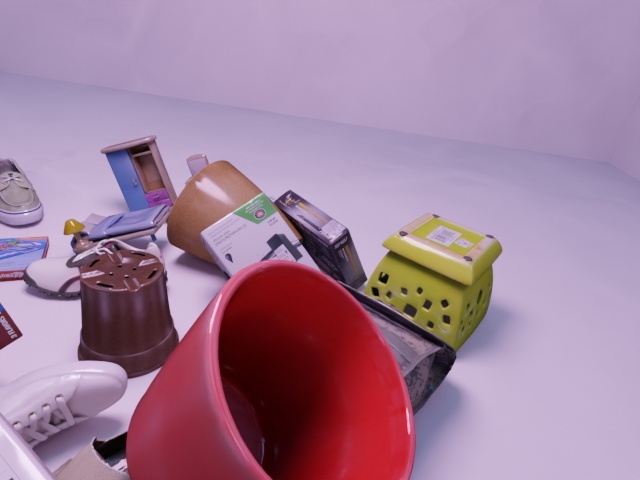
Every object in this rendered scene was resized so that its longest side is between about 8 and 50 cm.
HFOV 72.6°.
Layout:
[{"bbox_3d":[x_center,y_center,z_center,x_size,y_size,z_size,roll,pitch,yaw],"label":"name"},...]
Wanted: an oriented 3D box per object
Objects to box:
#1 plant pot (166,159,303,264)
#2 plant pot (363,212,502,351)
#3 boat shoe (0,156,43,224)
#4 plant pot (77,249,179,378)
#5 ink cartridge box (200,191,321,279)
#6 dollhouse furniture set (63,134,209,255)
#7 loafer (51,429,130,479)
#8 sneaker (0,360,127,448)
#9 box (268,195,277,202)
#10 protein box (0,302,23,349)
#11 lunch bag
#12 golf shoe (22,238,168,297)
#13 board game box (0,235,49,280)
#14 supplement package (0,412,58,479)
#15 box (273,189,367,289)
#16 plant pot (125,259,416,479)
[{"bbox_3d":[-0.176,-0.022,1.011,0.254,0.237,0.237,32,33,11],"label":"plant pot"},{"bbox_3d":[0.245,0.074,0.937,0.227,0.207,0.228,26,34,29],"label":"plant pot"},{"bbox_3d":[-0.816,-0.133,1.145,0.109,0.094,0.302,-17,37,-40],"label":"boat shoe"},{"bbox_3d":[-0.329,0.116,0.741,0.167,0.165,0.167,7,28,-4],"label":"plant pot"},{"bbox_3d":[-0.117,0.035,0.871,0.153,0.208,0.087,-37,1,-18],"label":"ink cartridge box"},{"bbox_3d":[-0.425,-0.121,1.029,0.287,0.198,0.303,-12,24,6],"label":"dollhouse furniture set"},{"bbox_3d":[-0.269,0.288,0.509,0.102,0.092,0.269,25,31,31],"label":"loafer"},{"bbox_3d":[-0.394,0.250,0.550,0.290,0.105,0.123,-15,37,-18],"label":"sneaker"},{"bbox_3d":[-0.171,-0.106,1.349,0.136,0.028,0.081,-17,37,-37],"label":"box"},{"bbox_3d":[-0.565,0.142,0.565,0.201,0.135,0.200,-17,17,28],"label":"protein box"},{"bbox_3d":[0.072,0.185,0.729,0.235,0.168,0.287,27,27,32],"label":"lunch bag"},{"bbox_3d":[-0.452,0.047,0.884,0.273,0.120,0.105,3,31,-10],"label":"golf shoe"},{"bbox_3d":[-0.739,0.043,0.909,0.282,0.027,0.145,-4,32,-22],"label":"board game box"},{"bbox_3d":[-0.326,0.243,0.360,0.293,0.177,0.175,30,47,23],"label":"supplement package"},{"bbox_3d":[0.000,0.000,1.033,0.056,0.183,0.231,-40,45,-14],"label":"box"},{"bbox_3d":[-0.072,0.197,0.494,0.275,0.243,0.274,34,34,-27],"label":"plant pot"}]
